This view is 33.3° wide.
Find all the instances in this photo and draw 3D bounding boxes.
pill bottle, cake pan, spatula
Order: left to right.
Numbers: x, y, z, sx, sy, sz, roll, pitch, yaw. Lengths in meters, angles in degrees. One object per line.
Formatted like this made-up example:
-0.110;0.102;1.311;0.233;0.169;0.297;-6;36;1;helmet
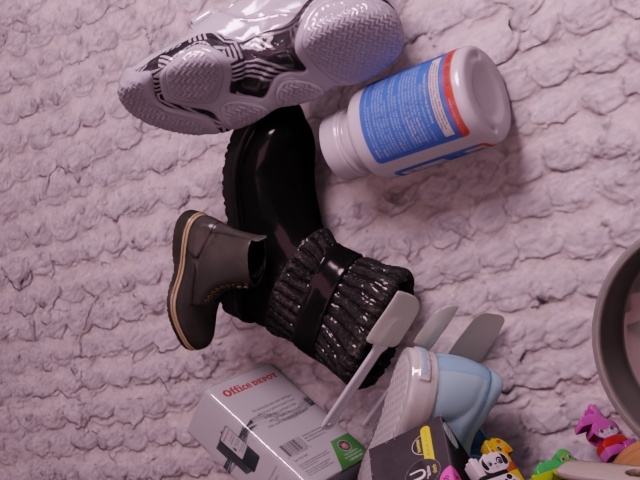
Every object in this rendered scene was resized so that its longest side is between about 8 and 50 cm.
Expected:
0.113;0.169;1.363;0.242;0.168;0.019;-61;33;29;spatula
0.111;-0.147;1.317;0.221;0.124;0.124;-17;88;34;pill bottle
0.446;0.112;1.170;0.293;0.054;0.293;6;101;34;cake pan

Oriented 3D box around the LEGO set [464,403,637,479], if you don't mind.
0.248;0.257;1.262;0.093;0.227;0.087;58;145;34;LEGO set

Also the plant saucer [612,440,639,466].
0.414;0.307;1.193;0.199;0.037;0.200;19;129;25;plant saucer

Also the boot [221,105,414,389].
0.003;0.000;1.407;0.260;0.131;0.348;24;121;37;boot

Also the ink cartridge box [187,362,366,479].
-0.059;0.280;1.487;0.208;0.153;0.087;40;119;24;ink cartridge box

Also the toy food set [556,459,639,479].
0.395;0.374;1.161;0.219;0.092;0.306;-2;117;37;toy food set

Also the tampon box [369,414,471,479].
0.141;0.311;1.241;0.101;0.120;0.161;-28;118;13;tampon box

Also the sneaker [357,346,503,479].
0.139;0.295;1.370;0.150;0.135;0.366;10;130;-6;sneaker

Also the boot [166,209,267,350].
-0.132;0.069;1.423;0.137;0.077;0.198;16;118;35;boot

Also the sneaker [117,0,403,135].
-0.081;-0.270;1.358;0.365;0.137;0.210;-15;51;12;sneaker
